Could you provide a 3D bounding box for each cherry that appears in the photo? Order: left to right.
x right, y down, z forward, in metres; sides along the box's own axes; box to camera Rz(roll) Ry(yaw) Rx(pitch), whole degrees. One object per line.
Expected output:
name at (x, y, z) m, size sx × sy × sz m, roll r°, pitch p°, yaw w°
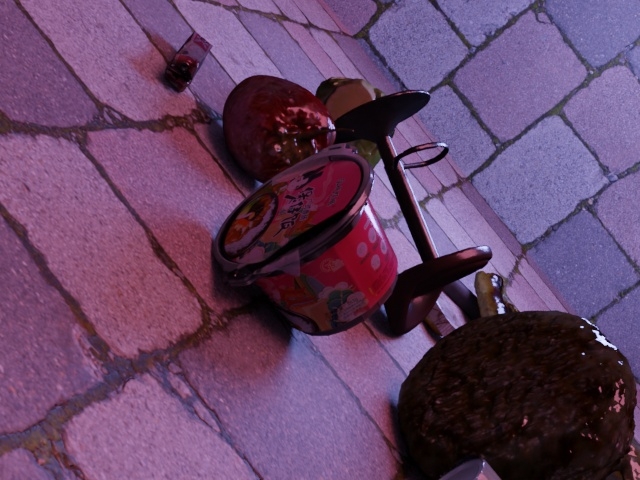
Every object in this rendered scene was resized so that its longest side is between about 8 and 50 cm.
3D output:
cherry at (-0.082, -0.205, 1.822) m, size 0.250 × 0.192 × 0.175 m, roll 55°, pitch -19°, yaw 36°

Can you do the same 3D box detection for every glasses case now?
glasses case at (0.329, 0.124, 2.420) m, size 0.190 × 0.042 × 0.072 m, roll 43°, pitch 11°, yaw -23°

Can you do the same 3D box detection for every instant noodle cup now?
instant noodle cup at (0.000, 0.020, 1.492) m, size 0.258 × 0.302 × 0.182 m, roll 4°, pitch -45°, yaw 50°

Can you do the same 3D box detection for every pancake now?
pancake at (0.478, 0.268, 2.372) m, size 0.305 × 0.067 × 0.427 m, roll 32°, pitch 33°, yaw -40°

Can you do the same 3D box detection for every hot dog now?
hot dog at (0.227, 0.129, 2.126) m, size 0.099 × 0.053 × 0.192 m, roll 30°, pitch 24°, yaw -52°

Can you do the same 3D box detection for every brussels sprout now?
brussels sprout at (0.051, -0.230, 2.132) m, size 0.244 × 0.244 × 0.244 m, roll 45°, pitch 18°, yaw -19°

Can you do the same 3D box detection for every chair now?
chair at (0.166, -0.048, 1.890) m, size 0.226 × 0.226 × 0.401 m, roll 3°, pitch 66°, yaw -68°

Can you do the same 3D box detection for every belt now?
belt at (-0.239, -0.324, 1.868) m, size 0.053 × 0.071 × 0.232 m, roll 39°, pitch 16°, yaw -13°

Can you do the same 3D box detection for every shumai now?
shumai at (0.328, 0.325, 1.616) m, size 0.395 × 0.395 × 0.348 m, roll -98°, pitch 165°, yaw -60°

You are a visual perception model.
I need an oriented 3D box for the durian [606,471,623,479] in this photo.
durian at (0.441, 0.432, 1.869) m, size 0.137 × 0.193 × 0.237 m, roll 1°, pitch -48°, yaw 55°

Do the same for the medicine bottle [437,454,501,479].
medicine bottle at (0.259, 0.448, 1.353) m, size 0.318 × 0.158 × 0.158 m, roll 50°, pitch 17°, yaw 0°
